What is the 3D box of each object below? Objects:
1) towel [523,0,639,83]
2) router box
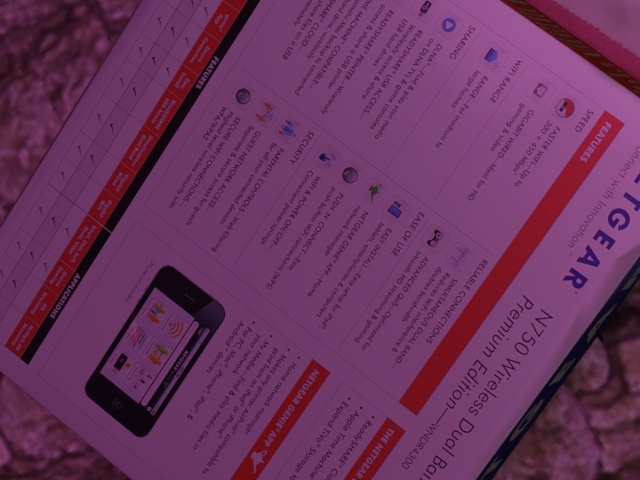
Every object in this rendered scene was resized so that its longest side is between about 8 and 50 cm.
[{"bbox_3d":[0.182,-0.179,0.981,0.237,0.037,0.329,37,102,13],"label":"towel"},{"bbox_3d":[0.000,0.000,0.987,0.301,0.082,0.335,38,104,13],"label":"router box"}]
